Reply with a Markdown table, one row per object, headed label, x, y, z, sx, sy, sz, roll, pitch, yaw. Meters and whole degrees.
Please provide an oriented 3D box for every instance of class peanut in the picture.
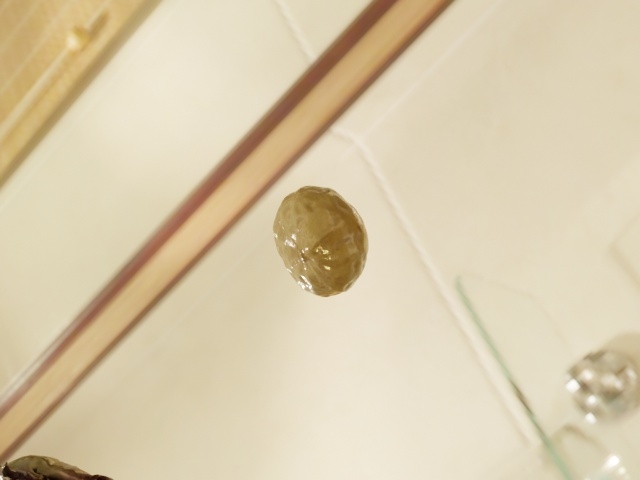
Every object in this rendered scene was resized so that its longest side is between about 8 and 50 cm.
| label | x | y | z | sx | sy | sz | roll | pitch | yaw |
| --- | --- | --- | --- | --- | --- | --- | --- | --- | --- |
| peanut | 0.000 | 0.000 | 1.677 | 0.141 | 0.109 | 0.159 | 55 | 172 | -2 |

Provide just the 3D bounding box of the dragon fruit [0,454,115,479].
| label | x | y | z | sx | sy | sz | roll | pitch | yaw |
| --- | --- | --- | --- | --- | --- | --- | --- | --- | --- |
| dragon fruit | -0.075 | 0.148 | 0.337 | 0.282 | 0.211 | 0.147 | 28 | 135 | 55 |
